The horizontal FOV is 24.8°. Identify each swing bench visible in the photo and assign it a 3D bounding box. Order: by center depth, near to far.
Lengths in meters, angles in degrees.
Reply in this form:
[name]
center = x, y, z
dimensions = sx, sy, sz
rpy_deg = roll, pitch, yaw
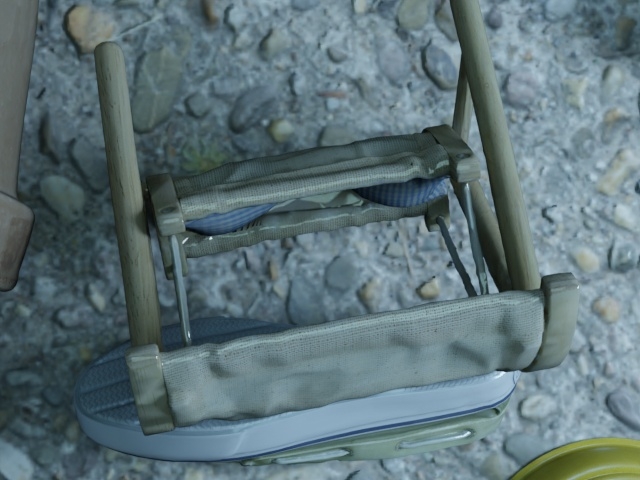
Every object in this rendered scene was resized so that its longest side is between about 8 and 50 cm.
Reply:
[swing bench]
center = 0.000, 0.000, 0.917
dimensions = 0.253, 0.165, 0.255
rpy_deg = -8, 55, -5

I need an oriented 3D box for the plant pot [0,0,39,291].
[plant pot]
center = -0.276, -0.114, 0.897
dimensions = 0.263, 0.263, 0.229
rpy_deg = 20, 85, -3

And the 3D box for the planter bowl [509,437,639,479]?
[planter bowl]
center = 0.214, 0.245, 0.998
dimensions = 0.217, 0.090, 0.217
rpy_deg = 1, 83, -5

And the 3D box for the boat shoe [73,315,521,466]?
[boat shoe]
center = -0.012, 0.114, 0.985
dimensions = 0.302, 0.094, 0.109
rpy_deg = -5, 42, 0
